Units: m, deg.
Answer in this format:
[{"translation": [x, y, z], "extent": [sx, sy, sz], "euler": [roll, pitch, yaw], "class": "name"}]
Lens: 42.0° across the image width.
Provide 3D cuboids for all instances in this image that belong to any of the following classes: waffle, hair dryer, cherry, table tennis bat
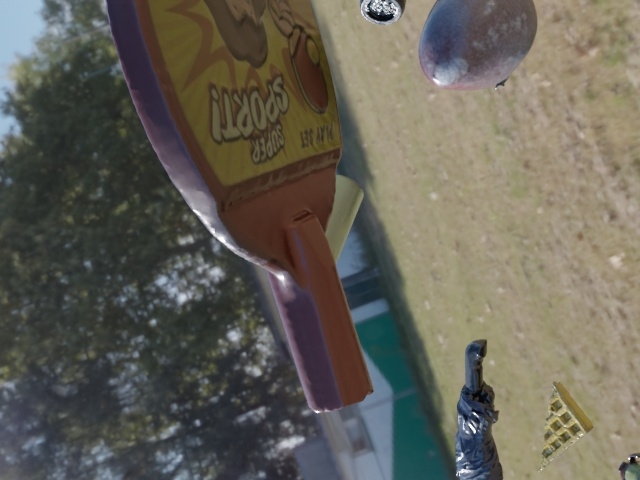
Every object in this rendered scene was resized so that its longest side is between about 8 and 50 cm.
[{"translation": [0.467, 0.385, 1.716], "extent": [0.125, 0.032, 0.191], "euler": [55, 139, 21], "class": "waffle"}, {"translation": [0.186, -0.371, 1.202], "extent": [0.070, 0.255, 0.128], "euler": [75, -154, -59], "class": "hair dryer"}, {"translation": [0.162, -0.200, 0.914], "extent": [0.188, 0.115, 0.148], "euler": [105, -174, -59], "class": "cherry"}, {"translation": [-0.042, -0.078, 0.594], "extent": [0.268, 0.051, 0.415], "euler": [-30, -74, -65], "class": "table tennis bat"}]

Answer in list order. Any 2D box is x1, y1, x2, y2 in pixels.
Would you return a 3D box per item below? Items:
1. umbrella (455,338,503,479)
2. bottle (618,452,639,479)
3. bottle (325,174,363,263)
[{"translation": [0.221, 0.245, 1.176], "extent": [0.071, 0.071, 0.248], "euler": [-115, 17, -69], "class": "umbrella"}, {"translation": [0.438, 0.320, 1.135], "extent": [0.101, 0.047, 0.063], "euler": [71, -154, -83], "class": "bottle"}, {"translation": [0.000, 0.000, 1.248], "extent": [0.072, 0.072, 0.201], "euler": [72, -145, -54], "class": "bottle"}]
